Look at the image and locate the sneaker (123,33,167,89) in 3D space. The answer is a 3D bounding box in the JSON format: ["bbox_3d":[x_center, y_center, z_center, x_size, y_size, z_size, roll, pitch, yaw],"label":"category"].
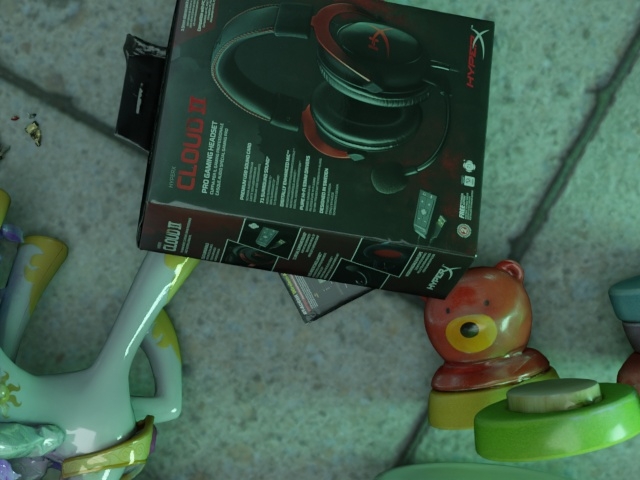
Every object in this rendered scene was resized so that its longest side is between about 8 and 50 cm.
[{"bbox_3d":[-0.089,-0.130,1.362,0.170,0.051,0.089,6,99,6],"label":"sneaker"}]

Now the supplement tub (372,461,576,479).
[{"bbox_3d":[0.130,0.367,1.303,0.235,0.235,0.325,4,96,3],"label":"supplement tub"}]

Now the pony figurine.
[{"bbox_3d":[-0.256,0.143,1.272,0.351,0.303,0.363,11,63,-15],"label":"pony figurine"}]

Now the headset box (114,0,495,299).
[{"bbox_3d":[-0.018,-0.089,1.269,0.293,0.110,0.218,10,68,-6],"label":"headset box"}]

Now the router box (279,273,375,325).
[{"bbox_3d":[0.000,0.000,1.375,0.092,0.038,0.122,-27,93,5],"label":"router box"}]

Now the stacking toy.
[{"bbox_3d":[0.230,0.072,1.252,0.309,0.279,0.130,-12,93,2],"label":"stacking toy"}]

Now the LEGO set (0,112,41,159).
[{"bbox_3d":[-0.293,-0.093,1.392,0.083,0.023,0.054,-28,93,6],"label":"LEGO set"}]
